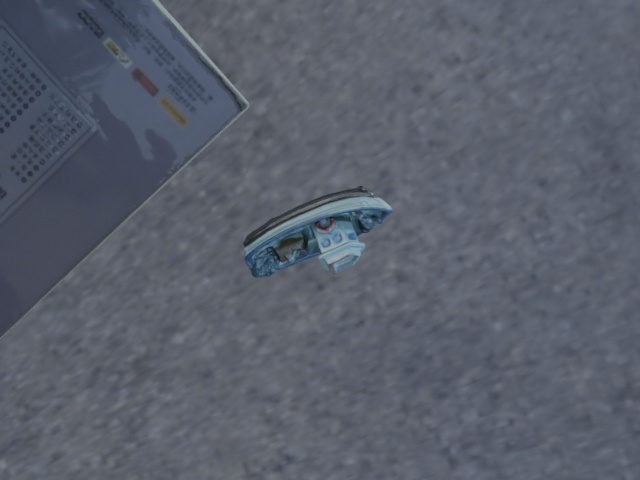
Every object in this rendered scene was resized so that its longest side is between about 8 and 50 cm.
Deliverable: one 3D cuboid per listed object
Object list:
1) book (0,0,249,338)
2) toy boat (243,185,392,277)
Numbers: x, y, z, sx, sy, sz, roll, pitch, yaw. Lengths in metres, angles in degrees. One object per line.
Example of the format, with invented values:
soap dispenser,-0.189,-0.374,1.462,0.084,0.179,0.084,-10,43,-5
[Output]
book,-0.130,-0.041,0.666,0.127,0.182,0.014,47,20,-3
toy boat,0.000,0.000,1.529,0.140,0.059,0.066,-25,61,3
